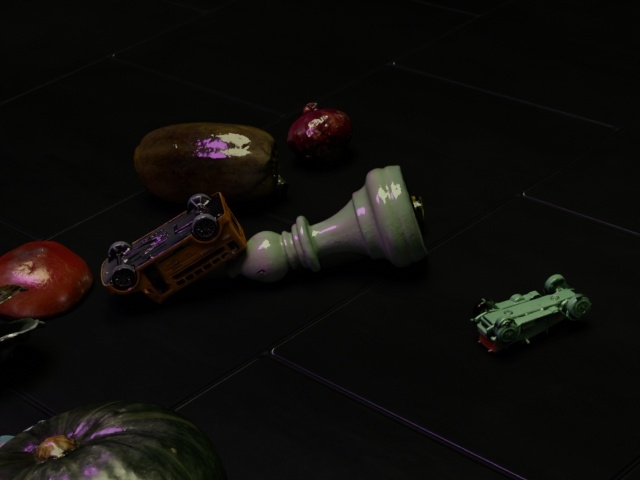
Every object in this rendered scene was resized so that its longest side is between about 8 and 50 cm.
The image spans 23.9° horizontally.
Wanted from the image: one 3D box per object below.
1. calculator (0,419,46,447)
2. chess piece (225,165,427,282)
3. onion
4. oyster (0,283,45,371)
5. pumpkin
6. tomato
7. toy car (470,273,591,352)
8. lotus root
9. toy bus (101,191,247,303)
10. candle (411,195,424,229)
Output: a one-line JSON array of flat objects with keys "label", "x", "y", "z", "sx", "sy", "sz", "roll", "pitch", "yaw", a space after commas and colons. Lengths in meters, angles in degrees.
[{"label": "calculator", "x": -0.360, "y": 0.256, "z": 1.776, "sx": 0.094, "sy": 0.019, "sz": 0.141, "roll": 13, "pitch": 36, "yaw": 37}, {"label": "chess piece", "x": 0.000, "y": 0.000, "z": 2.057, "sx": 0.271, "sy": 0.139, "sz": 0.139, "roll": -18, "pitch": 29, "yaw": 6}, {"label": "onion", "x": -0.001, "y": -0.168, "z": 2.361, "sx": 0.107, "sy": 0.097, "sz": 0.107, "roll": -14, "pitch": 1, "yaw": 0}, {"label": "oyster", "x": -0.521, "y": 0.150, "z": 1.901, "sx": 0.351, "sy": 0.158, "sz": 0.162, "roll": -31, "pitch": -6, "yaw": -23}, {"label": "pumpkin", "x": -0.228, "y": 0.285, "z": 1.495, "sx": 0.300, "sy": 0.207, "sz": 0.300, "roll": -22, "pitch": 12, "yaw": 5}, {"label": "tomato", "x": -0.395, "y": 0.046, "z": 2.103, "sx": 0.155, "sy": 0.069, "sz": 0.156, "roll": -5, "pitch": 30, "yaw": 3}, {"label": "toy car", "x": 0.261, "y": 0.092, "z": 1.879, "sx": 0.143, "sy": 0.054, "sz": 0.073, "roll": -17, "pitch": 29, "yaw": -19}, {"label": "lotus root", "x": -0.170, "y": -0.115, "z": 2.272, "sx": 0.241, "sy": 0.124, "sz": 0.123, "roll": 0, "pitch": 0, "yaw": 19}, {"label": "toy bus", "x": -0.199, "y": 0.020, "z": 2.049, "sx": 0.194, "sy": 0.088, "sz": 0.083, "roll": -31, "pitch": 27, "yaw": 6}, {"label": "candle", "x": 0.081, "y": -0.033, "z": 2.143, "sx": 0.130, "sy": 0.052, "sz": 0.052, "roll": -6, "pitch": 29, "yaw": 2}]
